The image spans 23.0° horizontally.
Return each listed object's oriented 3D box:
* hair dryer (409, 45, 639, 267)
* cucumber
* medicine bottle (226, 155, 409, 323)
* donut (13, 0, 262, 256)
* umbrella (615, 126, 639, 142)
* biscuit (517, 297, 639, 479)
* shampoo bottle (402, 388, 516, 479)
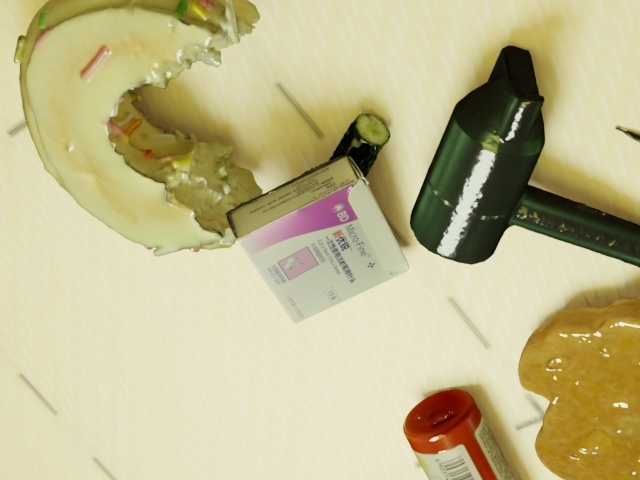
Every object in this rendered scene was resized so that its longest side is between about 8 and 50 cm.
[{"bbox_3d":[0.280,-0.067,1.805,0.302,0.116,0.244,19,130,-4],"label":"hair dryer"},{"bbox_3d":[0.028,-0.075,1.924,0.058,0.058,0.187,28,130,2],"label":"cucumber"},{"bbox_3d":[0.000,0.000,1.913,0.171,0.052,0.201,-25,139,5],"label":"medicine bottle"},{"bbox_3d":[-0.211,-0.166,1.901,0.307,0.150,0.371,10,126,16],"label":"donut"},{"bbox_3d":[0.399,-0.093,1.773,0.148,0.022,0.022,28,93,3],"label":"umbrella"},{"bbox_3d":[0.401,0.202,1.942,0.351,0.057,0.312,-14,119,40],"label":"biscuit"},{"bbox_3d":[0.212,0.337,2.109,0.104,0.104,0.278,-14,117,31],"label":"shampoo bottle"}]
